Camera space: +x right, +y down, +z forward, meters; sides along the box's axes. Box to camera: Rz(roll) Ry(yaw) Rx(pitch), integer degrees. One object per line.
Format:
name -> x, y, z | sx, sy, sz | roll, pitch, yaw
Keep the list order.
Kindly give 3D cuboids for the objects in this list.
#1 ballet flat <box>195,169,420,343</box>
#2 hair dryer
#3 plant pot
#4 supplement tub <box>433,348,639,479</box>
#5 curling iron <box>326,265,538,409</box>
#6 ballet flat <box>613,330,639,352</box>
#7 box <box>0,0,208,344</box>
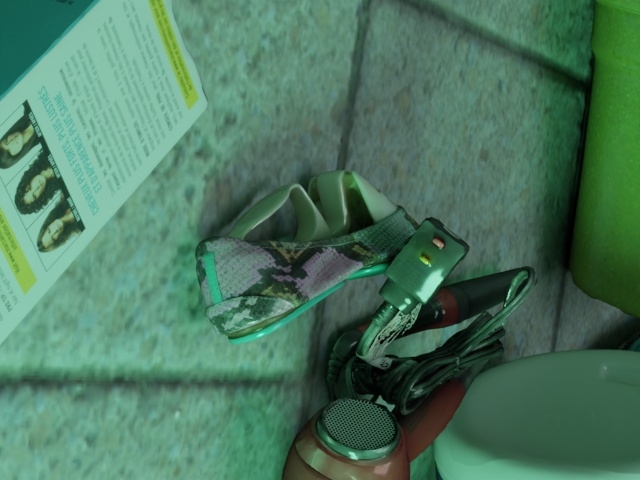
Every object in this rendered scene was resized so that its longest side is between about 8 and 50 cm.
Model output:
ballet flat -> 0.000, 0.000, 0.958 | 0.221, 0.077, 0.079 | -21, 94, -55
hair dryer -> 0.057, 0.137, 1.004 | 0.293, 0.080, 0.223 | -59, 151, 0
plant pot -> 0.327, -0.062, 1.315 | 0.276, 0.276, 0.254 | -6, 113, -58
supplement tub -> 0.212, 0.271, 1.190 | 0.235, 0.235, 0.325 | -32, 123, -51
curling iron -> 0.085, 0.062, 1.133 | 0.274, 0.035, 0.068 | -27, 123, -52
ballet flat -> 0.402, 0.120, 1.575 | 0.483, 0.164, 0.182 | -31, 144, -46
box -> -0.151, -0.025, 0.683 | 0.244, 0.060, 0.100 | -52, 143, -31
